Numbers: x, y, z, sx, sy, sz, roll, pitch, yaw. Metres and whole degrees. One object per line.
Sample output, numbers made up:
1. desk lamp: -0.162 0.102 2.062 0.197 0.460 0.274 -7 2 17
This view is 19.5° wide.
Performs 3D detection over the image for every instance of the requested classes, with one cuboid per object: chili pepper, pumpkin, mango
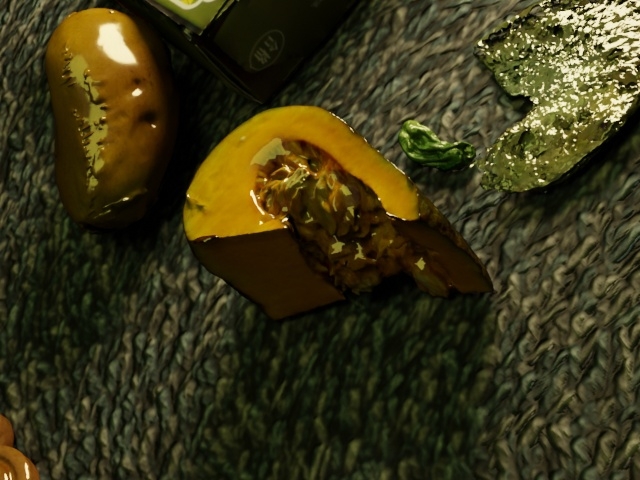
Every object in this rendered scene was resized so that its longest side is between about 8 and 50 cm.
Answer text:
1. chili pepper: 0.104 -0.086 1.728 0.034 0.030 0.091 -36 40 -25
2. pumpkin: -0.001 -0.001 1.668 0.190 0.139 0.280 -42 40 0
3. mango: -0.218 -0.125 1.911 0.151 0.156 0.248 -14 61 31

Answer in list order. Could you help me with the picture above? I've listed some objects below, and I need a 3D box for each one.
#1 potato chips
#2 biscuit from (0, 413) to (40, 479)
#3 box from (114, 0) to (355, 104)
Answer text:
1. potato chips: 0.213 -0.139 1.680 0.202 0.029 0.220 -7 55 32
2. biscuit: -0.357 0.295 1.803 0.202 0.047 0.334 -27 47 21
3. box: -0.059 -0.396 1.997 0.420 0.138 0.373 -50 44 -2
